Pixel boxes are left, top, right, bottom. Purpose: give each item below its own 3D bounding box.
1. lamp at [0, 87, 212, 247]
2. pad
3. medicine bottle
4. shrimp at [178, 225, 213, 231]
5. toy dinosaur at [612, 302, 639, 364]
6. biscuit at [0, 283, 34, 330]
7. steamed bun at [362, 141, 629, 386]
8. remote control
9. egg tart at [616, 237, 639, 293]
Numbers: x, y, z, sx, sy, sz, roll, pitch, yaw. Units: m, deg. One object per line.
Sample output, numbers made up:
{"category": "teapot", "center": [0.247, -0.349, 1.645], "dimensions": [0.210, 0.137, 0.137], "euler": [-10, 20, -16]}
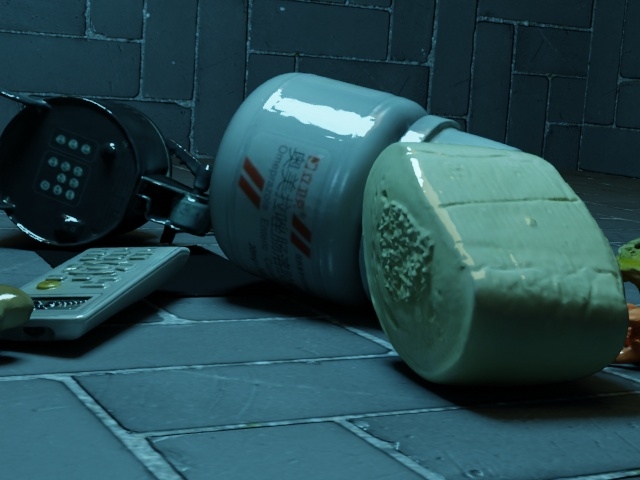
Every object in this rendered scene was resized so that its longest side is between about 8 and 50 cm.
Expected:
{"category": "lamp", "center": [-0.340, -0.104, 1.616], "dimensions": [0.374, 0.205, 0.272], "euler": [18, 6, -16]}
{"category": "pad", "center": [-0.217, 0.035, 1.448], "dimensions": [0.247, 0.007, 0.367], "euler": [0, 8, -25]}
{"category": "medicine bottle", "center": [0.057, -0.044, 1.274], "dimensions": [0.306, 0.245, 0.245], "euler": [17, 13, 25]}
{"category": "shrimp", "center": [-0.194, -0.025, 1.814], "dimensions": [0.095, 0.045, 0.162], "euler": [30, 12, 21]}
{"category": "toy dinosaur", "center": [0.302, 0.090, 1.086], "dimensions": [0.101, 0.055, 0.279], "euler": [-6, 8, -8]}
{"category": "biscuit", "center": [-0.427, 0.053, 0.980], "dimensions": [0.324, 0.044, 0.217], "euler": [10, 17, 37]}
{"category": "steamed bun", "center": [0.149, 0.028, 1.018], "dimensions": [0.200, 0.155, 0.250], "euler": [2, 47, -24]}
{"category": "remote control", "center": [-0.226, 0.055, 1.142], "dimensions": [0.109, 0.055, 0.313], "euler": [0, 12, 12]}
{"category": "egg tart", "center": [0.444, 0.057, 1.211], "dimensions": [0.288, 0.118, 0.288], "euler": [2, 9, 0]}
